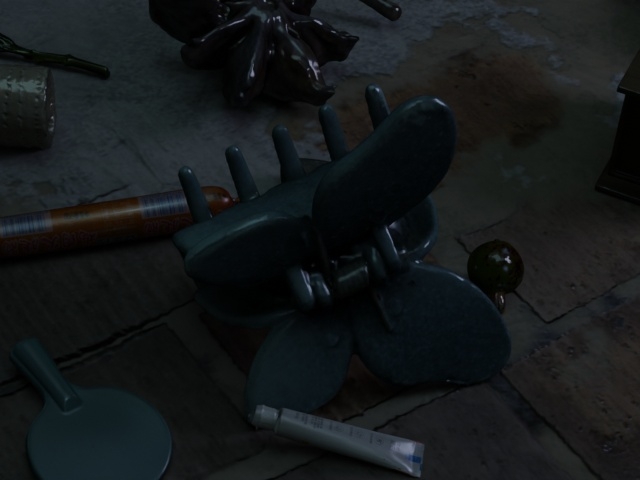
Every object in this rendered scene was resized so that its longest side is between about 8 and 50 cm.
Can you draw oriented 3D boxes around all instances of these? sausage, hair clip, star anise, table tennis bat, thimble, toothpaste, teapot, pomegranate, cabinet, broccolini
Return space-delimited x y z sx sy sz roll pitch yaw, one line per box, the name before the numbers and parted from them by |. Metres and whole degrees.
sausage | -0.265 -0.022 1.810 0.348 0.053 0.053 -9 45 -13
hair clip | 0.000 0.000 1.643 0.318 0.392 0.238 -25 38 -5
star anise | -0.070 -0.275 2.050 0.359 0.139 0.316 17 51 -9
table tennis bat | -0.263 0.193 1.599 0.153 0.040 0.244 -27 55 -29
thimble | -0.394 -0.175 1.916 0.090 0.115 0.102 2 41 -3
toothpaste | 0.019 0.213 1.593 0.190 0.031 0.048 16 43 -4
teapot | 0.005 -0.090 1.908 0.111 0.043 0.043 -5 44 -13
pomegranate | 0.210 0.040 1.762 0.073 0.073 0.084 2 44 -1
cabinet | 0.474 -0.167 1.921 0.148 0.175 0.215 21 46 18
broccolini | -0.401 -0.258 2.067 0.218 0.044 0.042 19 30 9
